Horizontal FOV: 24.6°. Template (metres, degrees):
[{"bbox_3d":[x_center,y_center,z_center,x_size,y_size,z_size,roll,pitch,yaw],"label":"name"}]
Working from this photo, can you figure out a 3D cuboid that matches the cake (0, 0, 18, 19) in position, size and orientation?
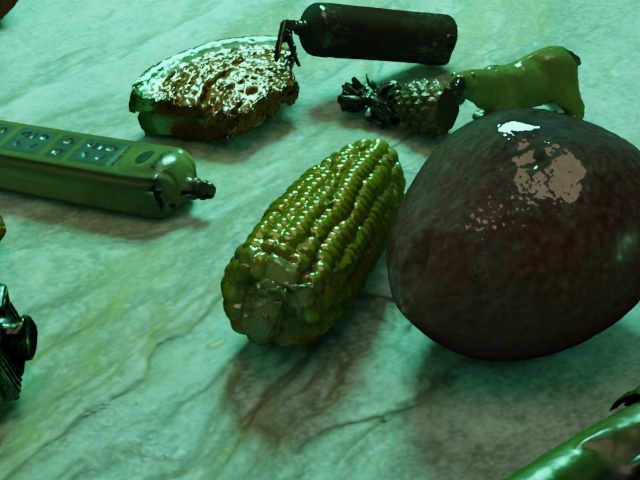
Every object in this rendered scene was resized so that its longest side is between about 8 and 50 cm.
[{"bbox_3d":[-0.570,-0.401,2.151,0.283,0.177,0.151,-8,31,-20],"label":"cake"}]

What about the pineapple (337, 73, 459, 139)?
[{"bbox_3d":[0.094,-0.173,1.832,0.159,0.074,0.074,12,34,35],"label":"pineapple"}]

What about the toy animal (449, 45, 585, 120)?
[{"bbox_3d":[0.239,-0.185,1.802,0.219,0.101,0.103,-18,36,-24],"label":"toy animal"}]

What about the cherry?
[{"bbox_3d":[0.194,-0.003,1.403,0.307,0.221,0.261,-37,36,-25],"label":"cherry"}]

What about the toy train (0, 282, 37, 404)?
[{"bbox_3d":[-0.432,0.072,1.359,0.330,0.178,0.138,-3,32,-3],"label":"toy train"}]

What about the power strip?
[{"bbox_3d":[-0.299,-0.090,1.723,0.387,0.066,0.092,11,36,20],"label":"power strip"}]

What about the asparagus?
[{"bbox_3d":[0.171,0.230,1.115,0.382,0.128,0.108,-25,2,-30],"label":"asparagus"}]

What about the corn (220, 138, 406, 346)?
[{"bbox_3d":[0.000,0.000,1.500,0.130,0.130,0.347,9,30,19],"label":"corn"}]

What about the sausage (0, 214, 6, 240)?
[{"bbox_3d":[-0.414,0.004,1.556,0.089,0.089,0.179,22,37,34],"label":"sausage"}]

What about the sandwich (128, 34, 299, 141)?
[{"bbox_3d":[-0.116,-0.186,1.866,0.159,0.079,0.235,29,46,26],"label":"sandwich"}]

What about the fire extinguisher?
[{"bbox_3d":[0.055,-0.262,1.913,0.268,0.089,0.072,0,-15,-30],"label":"fire extinguisher"}]
